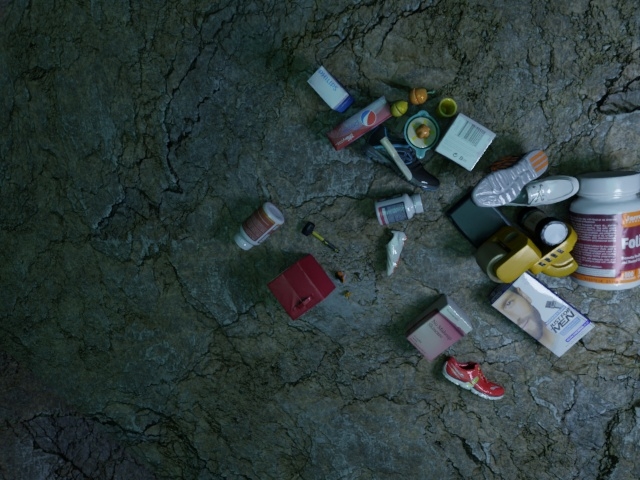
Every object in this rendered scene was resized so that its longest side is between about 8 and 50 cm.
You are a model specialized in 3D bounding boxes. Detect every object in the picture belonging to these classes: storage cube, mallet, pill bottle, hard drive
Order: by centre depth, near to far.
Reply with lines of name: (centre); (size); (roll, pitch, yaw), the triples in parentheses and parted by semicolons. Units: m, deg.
pill bottle: (1.019, -0.041, 1.465); (0.224, 0.224, 0.392); (-5, 103, 13)
hard drive: (0.640, -0.067, 1.627); (0.254, 0.054, 0.172); (46, 108, -2)
pill bottle: (0.316, -0.131, 1.651); (0.180, 0.108, 0.108); (-13, 101, 15)
storage cube: (-0.079, 0.196, 1.767); (0.184, 0.215, 0.193); (-38, 87, 18)
pill bottle: (-0.271, -0.058, 1.785); (0.216, 0.121, 0.121); (-40, 93, 18)
mallet: (0.000, 0.000, 1.791); (0.190, 0.039, 0.062); (44, 108, -5)

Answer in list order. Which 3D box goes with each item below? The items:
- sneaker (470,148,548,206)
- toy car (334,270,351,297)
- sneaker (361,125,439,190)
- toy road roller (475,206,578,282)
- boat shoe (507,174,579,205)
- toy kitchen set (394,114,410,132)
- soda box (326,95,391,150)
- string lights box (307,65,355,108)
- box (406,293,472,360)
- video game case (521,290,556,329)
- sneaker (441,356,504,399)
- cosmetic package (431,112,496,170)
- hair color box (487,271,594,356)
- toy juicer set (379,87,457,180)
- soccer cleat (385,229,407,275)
sneaker: (0.656, -0.216, 1.508); (0.321, 0.180, 0.124); (-29, 99, -10)
toy car: (0.102, 0.189, 1.824); (0.040, 0.060, 0.122); (-30, 120, -26)
sneaker: (0.329, -0.314, 1.595); (0.341, 0.125, 0.139); (32, 103, 0)
toy road roller: (0.773, 0.055, 1.507); (0.329, 0.202, 0.240); (-41, 104, 14)
boat shoe: (0.776, -0.168, 1.494); (0.277, 0.096, 0.098); (-11, 96, 42)
toy kitchen set: (0.341, -0.443, 1.608); (0.083, 0.075, 0.068); (42, 109, 42)
soda box: (0.156, -0.456, 1.611); (0.263, 0.092, 0.083); (-30, 97, 17)
string lights box: (0.048, -0.553, 1.521); (0.077, 0.259, 0.133); (-42, 92, 18)
box: (0.494, 0.365, 1.728); (0.148, 0.127, 0.232); (44, 108, -1)
video game case: (0.893, 0.289, 1.683); (0.143, 0.019, 0.157); (-7, 101, 13)
sneaker: (0.667, 0.588, 1.764); (0.279, 0.107, 0.118); (23, 98, 3)
cosmetic package: (0.518, -0.361, 1.511); (0.151, 0.183, 0.151); (32, 107, 3)
hair color box: (0.861, 0.277, 1.621); (0.339, 0.110, 0.185); (38, 108, 3)
toy juicer set: (0.337, -0.414, 1.501); (0.209, 0.089, 0.329); (32, 88, -7)
soccer cleat: (0.302, 0.052, 1.726); (0.076, 0.068, 0.196); (19, 100, 12)
